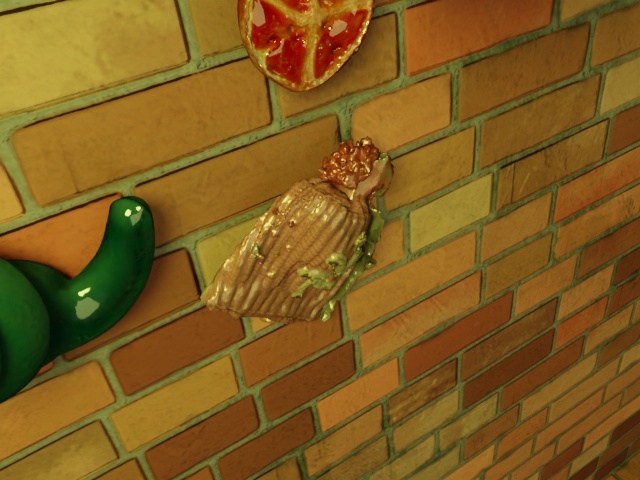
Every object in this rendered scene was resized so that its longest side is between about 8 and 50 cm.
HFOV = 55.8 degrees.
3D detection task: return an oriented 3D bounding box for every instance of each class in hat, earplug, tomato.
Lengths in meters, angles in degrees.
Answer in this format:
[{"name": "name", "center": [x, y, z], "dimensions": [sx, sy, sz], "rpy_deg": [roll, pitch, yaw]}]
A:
[{"name": "hat", "center": [0.000, 0.000, 0.780], "dimensions": [0.236, 0.107, 0.286], "rpy_deg": [16, 112, -52]}, {"name": "earplug", "center": [-0.297, 0.076, 0.571], "dimensions": [0.257, 0.280, 0.164], "rpy_deg": [-9, 107, 10]}, {"name": "tomato", "center": [-0.027, -0.242, 0.632], "dimensions": [0.155, 0.069, 0.156], "rpy_deg": [-21, 131, -25]}]
